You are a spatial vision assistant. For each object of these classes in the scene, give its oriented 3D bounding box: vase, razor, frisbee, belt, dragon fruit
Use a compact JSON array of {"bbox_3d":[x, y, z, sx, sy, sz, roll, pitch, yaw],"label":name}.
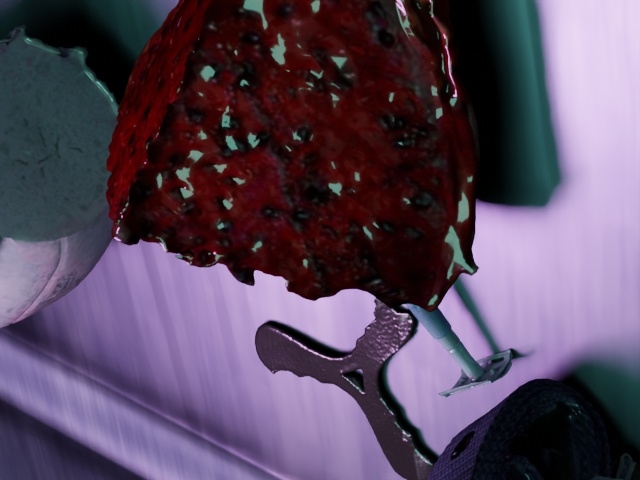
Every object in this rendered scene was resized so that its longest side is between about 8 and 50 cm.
[{"bbox_3d":[-0.335,-0.004,1.746,0.250,0.250,0.445,49,146,1],"label":"vase"},{"bbox_3d":[0.091,0.065,1.547,0.135,0.040,0.068,51,140,-13],"label":"razor"},{"bbox_3d":[0.043,0.114,1.664,0.211,0.012,0.187,42,139,9],"label":"frisbee"},{"bbox_3d":[0.152,0.231,1.497,0.139,0.230,0.126,26,143,-14],"label":"belt"},{"bbox_3d":[0.010,-0.144,1.439,0.286,0.228,0.329,15,116,-8],"label":"dragon fruit"}]
